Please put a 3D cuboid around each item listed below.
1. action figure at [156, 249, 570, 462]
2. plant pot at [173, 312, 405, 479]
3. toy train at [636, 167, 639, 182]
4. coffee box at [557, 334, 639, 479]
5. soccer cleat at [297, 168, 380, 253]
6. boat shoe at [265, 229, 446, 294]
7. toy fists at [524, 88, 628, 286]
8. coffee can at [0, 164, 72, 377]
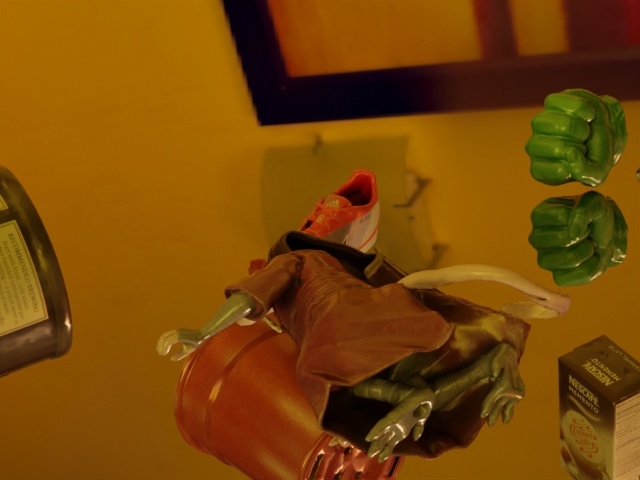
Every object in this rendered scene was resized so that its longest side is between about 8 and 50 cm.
[{"bbox_3d":[0.019,0.074,1.134,0.248,0.370,0.275,28,-85,-37],"label":"action figure"},{"bbox_3d":[-0.030,0.262,1.614,0.272,0.265,0.272,-20,-55,-32],"label":"plant pot"},{"bbox_3d":[0.438,-0.117,1.236,0.184,0.105,0.080,-46,-36,-8],"label":"toy train"},{"bbox_3d":[0.464,0.298,1.788,0.098,0.141,0.246,-22,-56,-19],"label":"coffee box"},{"bbox_3d":[0.000,0.000,1.568,0.318,0.109,0.116,-44,-32,-54],"label":"soccer cleat"},{"bbox_3d":[0.059,0.056,1.316,0.095,0.257,0.095,109,176,-46],"label":"boat shoe"},{"bbox_3d":[0.361,-0.072,1.553,0.142,0.096,0.279,-11,-76,-30],"label":"toy fists"},{"bbox_3d":[-0.401,0.063,1.032,0.275,0.201,0.201,-21,-70,-28],"label":"coffee can"}]
